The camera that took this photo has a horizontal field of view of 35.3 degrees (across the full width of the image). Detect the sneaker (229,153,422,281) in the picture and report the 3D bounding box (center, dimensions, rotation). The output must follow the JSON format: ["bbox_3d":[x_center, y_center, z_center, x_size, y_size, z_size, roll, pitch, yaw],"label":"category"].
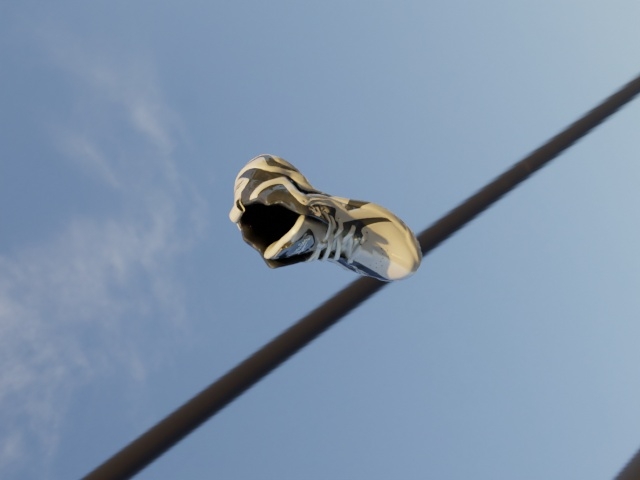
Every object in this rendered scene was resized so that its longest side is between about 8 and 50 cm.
[{"bbox_3d":[0.000,0.000,1.124,0.235,0.094,0.153,34,-152,-5],"label":"sneaker"}]
